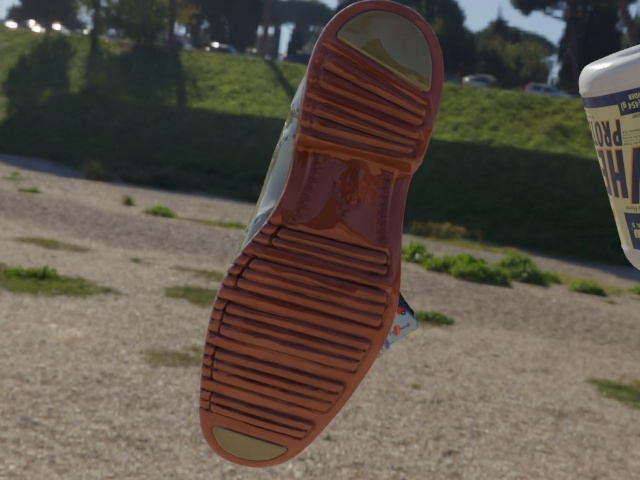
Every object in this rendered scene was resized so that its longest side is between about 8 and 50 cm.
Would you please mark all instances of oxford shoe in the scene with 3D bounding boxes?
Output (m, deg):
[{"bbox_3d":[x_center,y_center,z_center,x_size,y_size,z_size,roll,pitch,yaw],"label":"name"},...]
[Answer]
[{"bbox_3d":[0.000,0.000,0.706,0.141,0.397,0.146,22,3,-8],"label":"oxford shoe"}]

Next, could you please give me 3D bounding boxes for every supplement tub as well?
[{"bbox_3d":[0.474,-0.093,1.005,0.235,0.324,0.235,-18,9,3],"label":"supplement tub"}]

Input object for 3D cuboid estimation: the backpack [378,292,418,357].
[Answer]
[{"bbox_3d":[0.011,0.066,0.872,0.173,0.117,0.158,43,-14,-22],"label":"backpack"}]
